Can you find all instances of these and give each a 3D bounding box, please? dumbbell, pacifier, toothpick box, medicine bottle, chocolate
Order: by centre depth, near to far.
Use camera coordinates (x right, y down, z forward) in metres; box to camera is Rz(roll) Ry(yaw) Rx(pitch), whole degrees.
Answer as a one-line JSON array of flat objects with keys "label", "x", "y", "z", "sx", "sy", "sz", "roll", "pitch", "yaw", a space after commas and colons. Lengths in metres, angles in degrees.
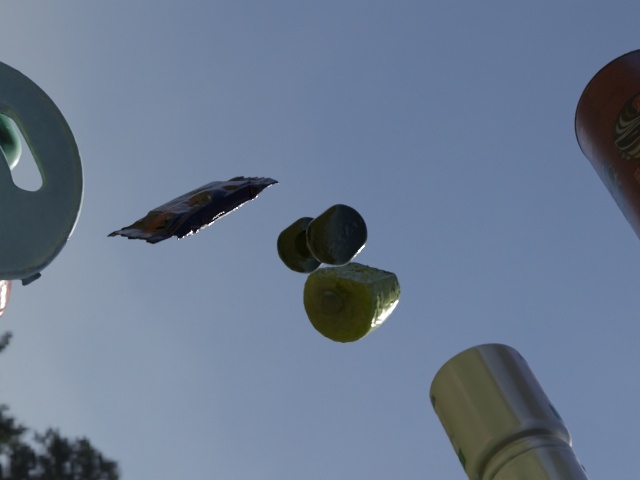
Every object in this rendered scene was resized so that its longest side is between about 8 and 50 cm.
[{"label": "dumbbell", "x": 0.000, "y": 0.000, "z": 0.942, "sx": 0.046, "sy": 0.052, "sz": 0.118, "roll": 49, "pitch": -16, "yaw": -7}, {"label": "pacifier", "x": -0.371, "y": -0.076, "z": 1.006, "sx": 0.288, "sy": 0.343, "sz": 0.269, "roll": 61, "pitch": -32, "yaw": 2}, {"label": "chocolate", "x": -0.128, "y": -0.036, "z": 1.158, "sx": 0.086, "sy": 0.182, "sz": 0.028, "roll": 7, "pitch": -60, "yaw": 46}, {"label": "medicine bottle", "x": 0.234, "y": 0.248, "z": 1.367, "sx": 0.237, "sy": 0.139, "sz": 0.139, "roll": -117, "pitch": -149, "yaw": -48}, {"label": "toothpick box", "x": 0.467, "y": -0.097, "z": 1.444, "sx": 0.333, "sy": 0.204, "sz": 0.204, "roll": -96, "pitch": -167, "yaw": -60}]

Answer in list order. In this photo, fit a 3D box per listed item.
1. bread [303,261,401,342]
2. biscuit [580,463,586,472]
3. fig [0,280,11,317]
[{"label": "bread", "x": 0.048, "y": 0.092, "z": 1.706, "sx": 0.129, "sy": 0.114, "sz": 0.111, "roll": 20, "pitch": -64, "yaw": 33}, {"label": "biscuit", "x": 0.480, "y": 0.488, "z": 2.104, "sx": 0.175, "sy": 0.026, "sz": 0.124, "roll": 56, "pitch": -47, "yaw": 45}, {"label": "fig", "x": -0.424, "y": 0.015, "z": 1.225, "sx": 0.202, "sy": 0.148, "sz": 0.149, "roll": 55, "pitch": 0, "yaw": 12}]
